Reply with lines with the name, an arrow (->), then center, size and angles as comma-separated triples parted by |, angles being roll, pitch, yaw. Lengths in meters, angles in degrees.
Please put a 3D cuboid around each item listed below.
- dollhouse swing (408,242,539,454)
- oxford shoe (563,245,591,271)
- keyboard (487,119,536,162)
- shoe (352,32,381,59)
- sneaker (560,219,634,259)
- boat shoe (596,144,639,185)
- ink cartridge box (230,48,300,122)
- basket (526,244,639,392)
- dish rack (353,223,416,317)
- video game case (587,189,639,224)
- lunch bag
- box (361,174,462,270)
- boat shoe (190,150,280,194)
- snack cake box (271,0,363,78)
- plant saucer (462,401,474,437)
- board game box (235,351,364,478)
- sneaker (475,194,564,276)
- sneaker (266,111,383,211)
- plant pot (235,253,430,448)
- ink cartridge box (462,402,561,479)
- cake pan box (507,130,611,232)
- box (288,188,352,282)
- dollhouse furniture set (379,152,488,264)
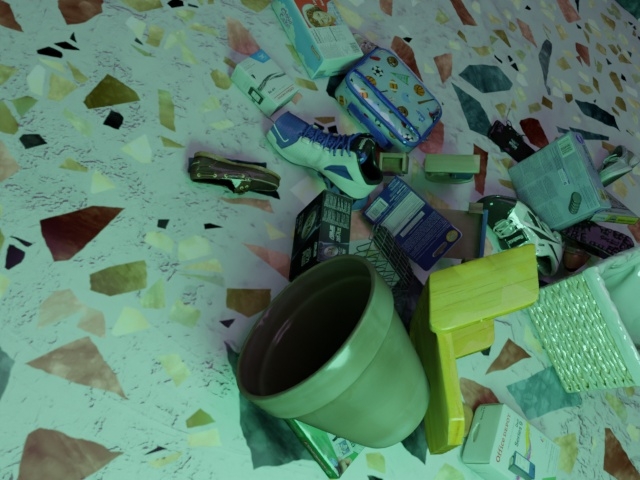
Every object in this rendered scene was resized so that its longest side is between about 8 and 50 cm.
dollhouse swing -> 0.336, 0.242, 1.092 | 0.316, 0.346, 0.304 | -16, 63, -6
oxford shoe -> 0.795, 0.062, 1.640 | 0.212, 0.076, 0.075 | 7, 100, -55
keyboard -> 0.658, -0.334, 1.793 | 0.192, 0.038, 0.100 | 37, 78, -11
shoe -> 0.178, -0.570, 1.605 | 0.219, 0.058, 0.076 | 36, 55, -11
sneaker -> 0.869, -0.013, 1.727 | 0.283, 0.124, 0.107 | 36, 80, 16
boat shoe -> 1.111, -0.286, 1.973 | 0.321, 0.118, 0.103 | -27, 77, -39
ink cartridge box -> -0.129, -0.393, 1.348 | 0.180, 0.060, 0.104 | 45, 54, -5
basket -> 0.816, 0.226, 1.471 | 0.329, 0.266, 0.331 | -14, 74, -33
dish rack -> 0.132, 0.103, 1.227 | 0.208, 0.074, 0.271 | 53, 44, -29
video game case -> 0.896, -0.155, 1.761 | 0.249, 0.035, 0.274 | 3, 39, -28
lunch bag -> 0.202, -0.389, 1.505 | 0.303, 0.115, 0.243 | 44, 56, -4
box -> 0.233, -0.042, 1.333 | 0.225, 0.136, 0.036 | 44, 9, 9
boat shoe -> -0.194, -0.139, 1.191 | 0.207, 0.073, 0.073 | 12, 64, -17
snack cake box -> -0.011, -0.604, 1.496 | 0.152, 0.089, 0.264 | -21, 79, -33
plant saucer -> 0.343, 0.433, 1.263 | 0.084, 0.013, 0.083 | 13, 62, -25
board game box -> 0.000, 0.303, 1.109 | 0.214, 0.046, 0.317 | -36, 88, -37
sneaker -> 0.594, -0.009, 1.542 | 0.331, 0.122, 0.146 | 31, 54, -13
sneaker -> 0.040, -0.226, 1.292 | 0.316, 0.182, 0.127 | 39, 53, -9
plant pot -> 0.054, 0.233, 0.984 | 0.280, 0.323, 0.323 | 46, 52, -23
ink cartridge box -> 0.456, 0.509, 1.237 | 0.212, 0.093, 0.154 | 38, 55, -12
cake pan box -> 0.729, -0.171, 1.620 | 0.070, 0.246, 0.266 | 0, 67, -34
box -> 0.000, 0.000, 1.187 | 0.078, 0.147, 0.180 | 18, 61, -22
dollhouse furniture set -> 0.303, -0.074, 1.438 | 0.287, 0.198, 0.303 | 4, 90, 12
